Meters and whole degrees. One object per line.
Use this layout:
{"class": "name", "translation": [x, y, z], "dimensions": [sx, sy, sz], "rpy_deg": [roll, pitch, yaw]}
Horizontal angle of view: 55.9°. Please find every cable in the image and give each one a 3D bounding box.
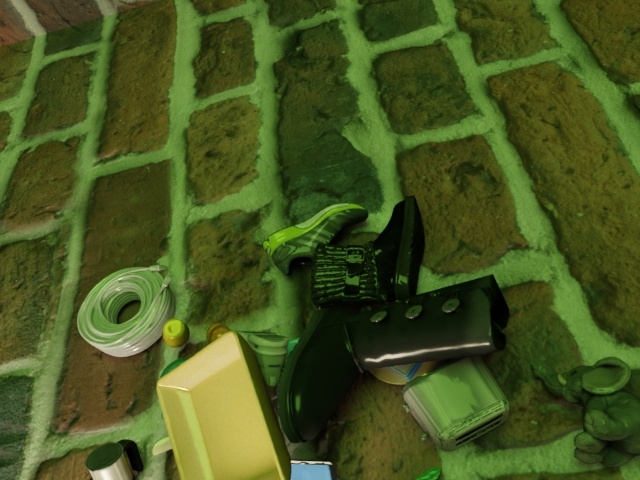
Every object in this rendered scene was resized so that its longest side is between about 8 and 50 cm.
{"class": "cable", "translation": [-0.527, 0.190, 1.646], "dimensions": [0.257, 0.089, 0.257], "rpy_deg": [1, 56, 18]}

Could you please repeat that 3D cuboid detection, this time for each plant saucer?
{"class": "plant saucer", "translation": [-0.199, 0.399, 1.288], "dimensions": [0.333, 0.081, 0.332], "rpy_deg": [-36, 66, 36]}

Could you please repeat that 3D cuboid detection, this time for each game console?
{"class": "game console", "translation": [-0.034, 0.531, 1.257], "dimensions": [0.144, 0.085, 0.124], "rpy_deg": [-3, 54, 14]}

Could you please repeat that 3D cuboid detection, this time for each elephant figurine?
{"class": "elephant figurine", "translation": [0.561, 0.313, 1.212], "dimensions": [0.186, 0.169, 0.239], "rpy_deg": [16, 39, -7]}

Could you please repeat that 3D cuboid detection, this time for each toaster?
{"class": "toaster", "translation": [0.297, 0.338, 1.277], "dimensions": [0.227, 0.129, 0.146], "rpy_deg": [-26, 56, -6]}

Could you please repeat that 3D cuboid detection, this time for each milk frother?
{"class": "milk frother", "translation": [-0.487, 0.525, 1.361], "dimensions": [0.143, 0.134, 0.129], "rpy_deg": [-9, 22, 6]}

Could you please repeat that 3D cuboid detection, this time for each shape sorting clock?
{"class": "shape sorting clock", "translation": [0.197, 0.245, 1.425], "dimensions": [0.206, 0.040, 0.206], "rpy_deg": [-11, 52, 14]}

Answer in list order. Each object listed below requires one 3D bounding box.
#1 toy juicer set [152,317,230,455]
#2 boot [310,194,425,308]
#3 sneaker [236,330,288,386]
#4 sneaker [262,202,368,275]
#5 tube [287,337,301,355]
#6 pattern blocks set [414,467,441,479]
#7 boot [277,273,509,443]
{"class": "toy juicer set", "translation": [-0.291, 0.353, 1.476], "dimensions": [0.209, 0.089, 0.328], "rpy_deg": [1, 66, -8]}
{"class": "boot", "translation": [0.121, 0.022, 1.544], "dimensions": [0.260, 0.131, 0.348], "rpy_deg": [-3, 45, 21]}
{"class": "sneaker", "translation": [-0.146, 0.271, 1.394], "dimensions": [0.105, 0.281, 0.115], "rpy_deg": [5, 84, -12]}
{"class": "sneaker", "translation": [0.000, 0.000, 1.635], "dimensions": [0.300, 0.111, 0.121], "rpy_deg": [-27, 68, -2]}
{"class": "tube", "translation": [-0.032, 0.318, 1.439], "dimensions": [0.080, 0.052, 0.207], "rpy_deg": [-10, 47, -7]}
{"class": "pattern blocks set", "translation": [0.252, 0.608, 1.156], "dimensions": [0.286, 0.026, 0.324], "rpy_deg": [-23, 52, -1]}
{"class": "boot", "translation": [0.159, 0.244, 1.260], "dimensions": [0.445, 0.146, 0.367], "rpy_deg": [-11, 34, 24]}
